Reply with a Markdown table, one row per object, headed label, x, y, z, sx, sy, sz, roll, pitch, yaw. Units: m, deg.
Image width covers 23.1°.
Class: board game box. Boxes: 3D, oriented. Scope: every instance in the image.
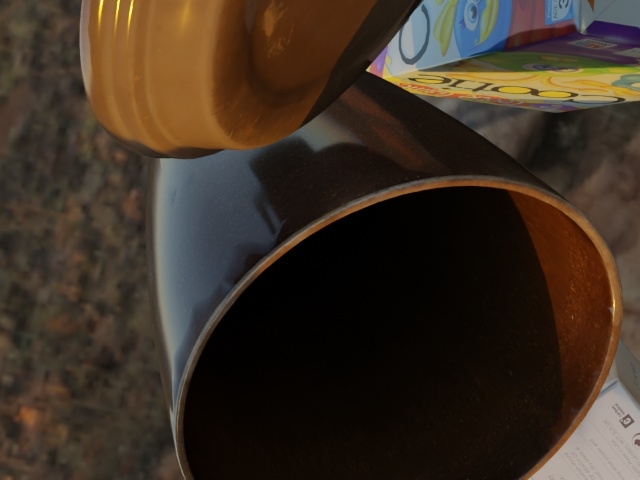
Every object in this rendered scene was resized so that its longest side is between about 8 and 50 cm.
| label | x | y | z | sx | sy | sz | roll | pitch | yaw |
| --- | --- | --- | --- | --- | --- | --- | --- | --- | --- |
| board game box | 0.138 | -0.156 | 0.854 | 0.275 | 0.142 | 0.144 | 179 | 96 | -70 |

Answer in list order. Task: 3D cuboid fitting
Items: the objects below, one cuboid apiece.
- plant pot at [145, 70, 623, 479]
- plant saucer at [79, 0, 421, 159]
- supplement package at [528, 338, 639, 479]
| label | x | y | z | sx | sy | sz | roll | pitch | yaw |
| --- | --- | --- | --- | --- | --- | --- | --- | --- | --- |
| plant pot | 0.000 | 0.000 | 0.781 | 0.215 | 0.215 | 0.230 | -61 | 35 | 23 |
| plant saucer | 0.015 | -0.143 | 0.570 | 0.041 | 0.278 | 0.278 | 33 | 111 | 15 |
| supplement package | 0.127 | 0.190 | 0.985 | 0.244 | 0.134 | 0.139 | -38 | 3 | 14 |
